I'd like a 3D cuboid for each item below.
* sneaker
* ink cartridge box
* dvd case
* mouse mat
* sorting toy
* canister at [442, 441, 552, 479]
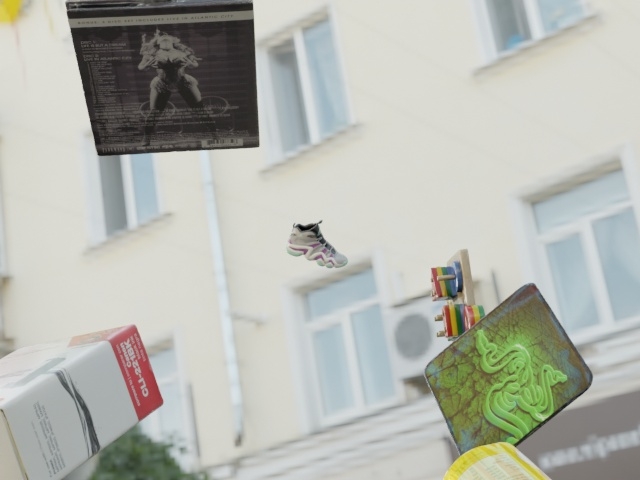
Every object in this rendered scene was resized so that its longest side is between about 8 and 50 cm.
[{"bbox_3d":[0.000,0.000,2.111,0.098,0.038,0.069,15,-62,-1],"label":"sneaker"},{"bbox_3d":[-0.345,0.208,1.635,0.197,0.114,0.273,-13,11,29],"label":"ink cartridge box"},{"bbox_3d":[-0.142,-0.152,1.312,0.164,0.018,0.221,-3,-31,-2],"label":"dvd case"},{"bbox_3d":[0.180,0.132,1.378,0.152,0.190,0.007,-41,-60,11],"label":"mouse mat"},{"bbox_3d":[0.194,0.090,2.078,0.046,0.132,0.274,-6,-9,-4],"label":"sorting toy"},{"bbox_3d":[0.138,0.217,0.848,0.073,0.170,0.126,-6,-59,-34],"label":"canister"}]
